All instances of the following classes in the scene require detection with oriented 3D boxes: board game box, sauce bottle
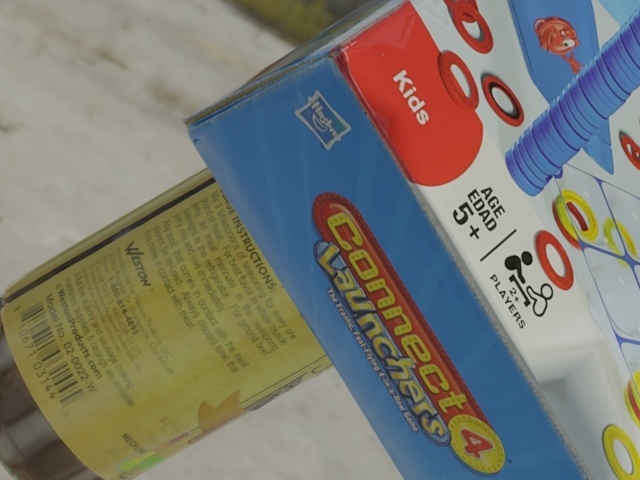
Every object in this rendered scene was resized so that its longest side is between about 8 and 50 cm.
[{"bbox_3d":[0.150,0.008,0.694,0.302,0.086,0.308,-38,100,-37],"label":"board game box"},{"bbox_3d":[0.000,0.000,0.848,0.111,0.344,0.111,57,12,-19],"label":"sauce bottle"}]
